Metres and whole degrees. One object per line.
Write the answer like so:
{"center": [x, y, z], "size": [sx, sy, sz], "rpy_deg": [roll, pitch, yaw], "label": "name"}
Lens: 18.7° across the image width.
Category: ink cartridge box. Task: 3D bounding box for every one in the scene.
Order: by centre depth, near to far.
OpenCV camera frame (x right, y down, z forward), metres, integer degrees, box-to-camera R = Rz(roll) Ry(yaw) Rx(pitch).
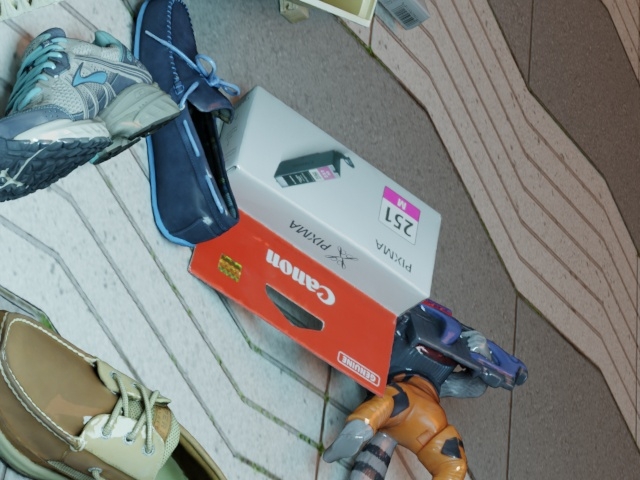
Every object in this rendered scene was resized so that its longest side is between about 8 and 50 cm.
{"center": [0.000, 0.000, 2.066], "size": [0.275, 0.060, 0.239], "rpy_deg": [34, 43, -23], "label": "ink cartridge box"}
{"center": [0.075, -0.385, 2.573], "size": [0.145, 0.045, 0.179], "rpy_deg": [38, 27, -53], "label": "ink cartridge box"}

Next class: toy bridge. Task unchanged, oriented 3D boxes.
{"center": [-0.040, -0.355, 2.308], "size": [0.063, 0.026, 0.188], "rpy_deg": [33, 50, -55], "label": "toy bridge"}

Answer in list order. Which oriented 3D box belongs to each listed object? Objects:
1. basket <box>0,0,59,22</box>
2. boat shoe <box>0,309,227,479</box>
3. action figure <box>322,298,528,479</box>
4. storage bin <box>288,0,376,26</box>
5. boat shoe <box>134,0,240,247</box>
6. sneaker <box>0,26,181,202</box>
{"center": [-0.256, -0.264, 1.716], "size": [0.167, 0.103, 0.113], "rpy_deg": [-47, 121, -62], "label": "basket"}
{"center": [-0.176, 0.161, 1.658], "size": [0.324, 0.120, 0.122], "rpy_deg": [51, 35, -44], "label": "boat shoe"}
{"center": [0.056, 0.156, 2.183], "size": [0.341, 0.178, 0.330], "rpy_deg": [32, 35, -17], "label": "action figure"}
{"center": [-0.043, -0.386, 1.993], "size": [0.262, 0.123, 0.260], "rpy_deg": [15, 93, -39], "label": "storage bin"}
{"center": [-0.121, -0.124, 1.949], "size": [0.109, 0.089, 0.258], "rpy_deg": [3, 76, -64], "label": "boat shoe"}
{"center": [-0.239, -0.119, 1.719], "size": [0.122, 0.110, 0.283], "rpy_deg": [58, 23, 1], "label": "sneaker"}
